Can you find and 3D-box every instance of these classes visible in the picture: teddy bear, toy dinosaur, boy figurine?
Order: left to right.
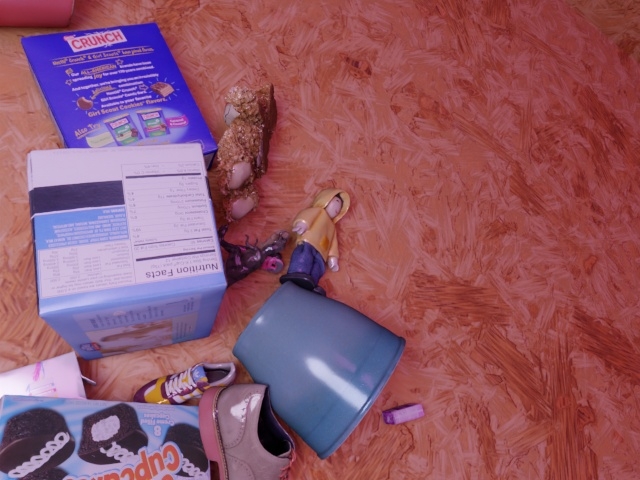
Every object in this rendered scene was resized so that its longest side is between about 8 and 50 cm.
[{"bbox_3d":[-0.189,0.045,0.961,0.268,0.064,0.118,-43,80,-7],"label":"toy dinosaur"},{"bbox_3d":[-0.171,-0.198,0.994,0.113,0.245,0.338,3,69,4],"label":"teddy bear"},{"bbox_3d":[0.000,0.000,1.064,0.177,0.092,0.285,52,44,-38],"label":"boy figurine"}]

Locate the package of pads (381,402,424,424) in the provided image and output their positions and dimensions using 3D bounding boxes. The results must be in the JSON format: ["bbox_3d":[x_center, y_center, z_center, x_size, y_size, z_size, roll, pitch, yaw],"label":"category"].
[{"bbox_3d":[0.186,0.390,1.056,0.083,0.050,0.032,-4,74,-28],"label":"package of pads"}]

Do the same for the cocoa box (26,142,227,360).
[{"bbox_3d":[-0.294,0.037,0.752,0.231,0.347,0.228,-8,70,-20],"label":"cocoa box"}]

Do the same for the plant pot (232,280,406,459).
[{"bbox_3d":[-0.019,0.224,0.908,0.255,0.271,0.271,36,60,6],"label":"plant pot"}]

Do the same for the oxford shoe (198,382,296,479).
[{"bbox_3d":[-0.100,0.413,0.817,0.130,0.123,0.348,-14,101,13],"label":"oxford shoe"}]

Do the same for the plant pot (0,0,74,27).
[{"bbox_3d":[-0.612,-0.534,0.889,0.243,0.275,0.275,-3,73,-35],"label":"plant pot"}]

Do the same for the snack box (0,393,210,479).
[{"bbox_3d":[-0.320,0.343,0.709,0.322,0.060,0.187,21,42,-40],"label":"snack box"}]

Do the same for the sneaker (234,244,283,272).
[{"bbox_3d":[-0.138,0.032,1.037,0.119,0.047,0.057,19,36,-13],"label":"sneaker"}]

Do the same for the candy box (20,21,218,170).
[{"bbox_3d":[-0.403,-0.267,0.963,0.268,0.122,0.317,-23,84,-29],"label":"candy box"}]

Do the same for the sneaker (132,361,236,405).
[{"bbox_3d":[-0.247,0.262,0.863,0.185,0.084,0.069,-9,53,-33],"label":"sneaker"}]

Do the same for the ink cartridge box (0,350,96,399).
[{"bbox_3d":[-0.451,0.247,0.775,0.143,0.092,0.090,-15,79,-30],"label":"ink cartridge box"}]
